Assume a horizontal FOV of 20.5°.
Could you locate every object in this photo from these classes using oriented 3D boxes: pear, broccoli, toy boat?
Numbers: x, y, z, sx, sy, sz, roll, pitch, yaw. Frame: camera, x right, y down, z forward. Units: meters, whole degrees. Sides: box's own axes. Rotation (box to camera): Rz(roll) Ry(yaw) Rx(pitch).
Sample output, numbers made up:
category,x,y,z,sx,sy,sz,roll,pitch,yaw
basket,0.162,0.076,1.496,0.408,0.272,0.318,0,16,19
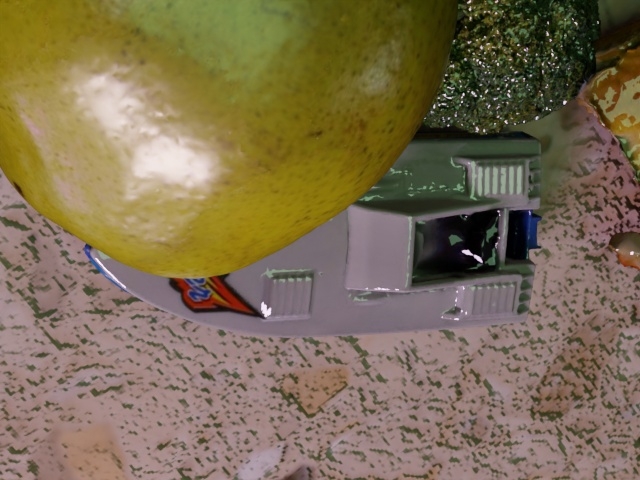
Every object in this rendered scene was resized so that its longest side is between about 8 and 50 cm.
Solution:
category,x,y,z,sx,sy,sz,roll,pitch,yaw
pear,-0.058,-0.136,0.927,0.294,0.294,0.294,-6,108,-19
broccoli,0.111,-0.142,1.077,0.138,0.146,0.162,38,111,6
toy boat,0.000,0.000,1.095,0.295,0.088,0.129,-3,107,-20

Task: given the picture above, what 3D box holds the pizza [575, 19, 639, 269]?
category,x,y,z,sx,sy,sz,roll,pitch,yaw
pizza,0.285,-0.020,1.174,0.189,0.071,0.297,-28,96,-2
